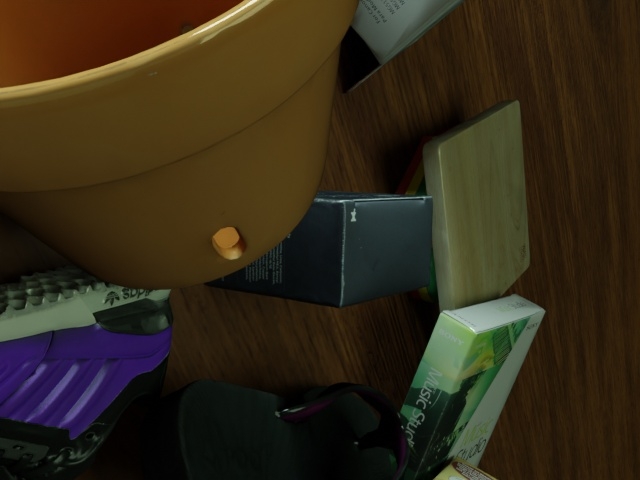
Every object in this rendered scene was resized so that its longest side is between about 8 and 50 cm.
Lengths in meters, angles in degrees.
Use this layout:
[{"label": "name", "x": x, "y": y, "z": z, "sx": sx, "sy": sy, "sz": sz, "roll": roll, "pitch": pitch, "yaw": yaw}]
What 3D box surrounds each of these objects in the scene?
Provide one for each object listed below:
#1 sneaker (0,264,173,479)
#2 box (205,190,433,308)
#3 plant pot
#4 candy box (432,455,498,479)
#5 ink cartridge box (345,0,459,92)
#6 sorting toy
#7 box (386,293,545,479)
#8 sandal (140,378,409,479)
[{"label": "sneaker", "x": -0.203, "y": 0.102, "z": 0.467, "sx": 0.293, "sy": 0.102, "sz": 0.146, "roll": -11, "pitch": 104, "yaw": -53}, {"label": "box", "x": 0.000, "y": 0.000, "z": 0.688, "sx": 0.156, "sy": 0.158, "sz": 0.093, "roll": -6, "pitch": 99, "yaw": -53}, {"label": "plant pot", "x": -0.108, "y": -0.106, "z": 0.448, "sx": 0.291, "sy": 0.291, "sz": 0.203, "roll": -60, "pitch": 153, "yaw": -30}, {"label": "candy box", "x": 0.107, "y": 0.375, "z": 0.805, "sx": 0.316, "sy": 0.088, "sz": 0.182, "roll": 0, "pitch": 115, "yaw": -63}, {"label": "ink cartridge box", "x": 0.142, "y": -0.336, "z": 0.829, "sx": 0.130, "sy": 0.272, "sz": 0.309, "roll": 50, "pitch": 47, "yaw": -6}, {"label": "sorting toy", "x": 0.194, "y": -0.040, "z": 1.011, "sx": 0.255, "sy": 0.089, "sz": 0.257, "roll": -32, "pitch": 120, "yaw": -48}, {"label": "box", "x": 0.172, "y": 0.232, "z": 0.956, "sx": 0.232, "sy": 0.058, "sz": 0.322, "roll": -4, "pitch": 116, "yaw": -54}, {"label": "sandal", "x": 0.011, "y": 0.203, "z": 0.676, "sx": 0.446, "sy": 0.107, "sz": 0.167, "roll": 27, "pitch": 39, "yaw": -65}]
